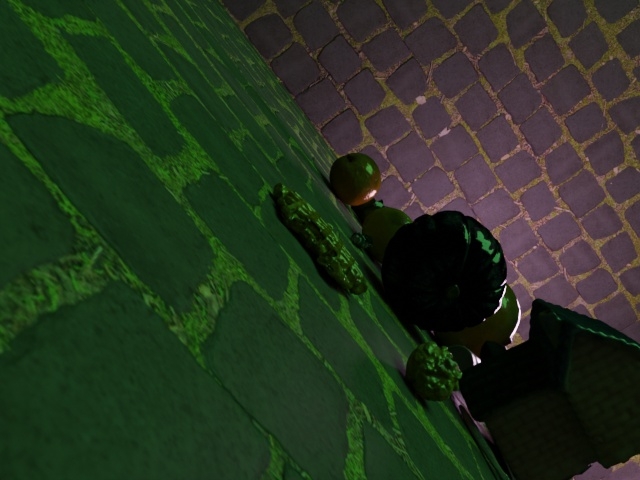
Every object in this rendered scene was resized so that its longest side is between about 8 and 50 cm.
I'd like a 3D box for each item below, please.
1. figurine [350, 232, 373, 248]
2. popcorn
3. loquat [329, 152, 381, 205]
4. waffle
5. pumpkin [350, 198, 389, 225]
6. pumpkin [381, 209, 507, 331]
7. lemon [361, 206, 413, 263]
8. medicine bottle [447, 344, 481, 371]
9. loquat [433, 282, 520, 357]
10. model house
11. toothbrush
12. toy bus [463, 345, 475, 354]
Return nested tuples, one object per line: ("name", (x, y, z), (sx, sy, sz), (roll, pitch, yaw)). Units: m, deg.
("figurine", (0.129, -0.001, 1.842), (0.060, 0.047, 0.106), (25, 4, 28))
("popcorn", (0.231, 0.271, 1.191), (0.106, 0.116, 0.121), (12, 83, -64))
("loquat", (0.134, -0.238, 2.243), (0.208, 0.208, 0.208), (51, 10, -13))
("waffle", (0.002, -0.001, 1.218), (0.291, 0.051, 0.291), (50, 8, -10))
("pumpkin", (0.247, -0.070, 2.378), (0.254, 0.130, 0.149), (52, 9, -20))
("pumpkin", (0.357, 0.088, 1.682), (0.363, 0.363, 0.266), (51, 18, -14))
("lemon", (0.239, -0.012, 1.980), (0.257, 0.188, 0.188), (55, 9, 27))
("medicine bottle", (0.430, 0.380, 1.757), (0.105, 0.105, 0.168), (59, 10, 29))
("loquat", (0.533, 0.247, 2.071), (0.359, 0.328, 0.328), (48, 8, 13))
("model house", (0.613, 0.368, 1.563), (0.400, 0.445, 0.395), (58, 10, -6))
("toothbrush", (0.418, 0.537, 1.375), (0.028, 0.037, 0.375), (50, 7, -37))
("toy bus", (0.507, 0.451, 1.911), (0.203, 0.090, 0.063), (56, 20, 8))
